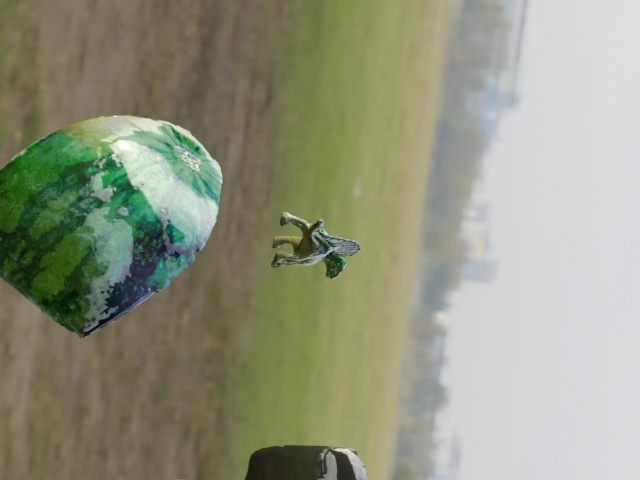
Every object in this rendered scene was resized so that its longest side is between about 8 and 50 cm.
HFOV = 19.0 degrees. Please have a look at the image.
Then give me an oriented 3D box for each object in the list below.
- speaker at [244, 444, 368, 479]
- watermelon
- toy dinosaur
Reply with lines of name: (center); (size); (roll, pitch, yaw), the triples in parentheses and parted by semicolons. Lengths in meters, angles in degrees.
speaker: (0.081, 0.208, 0.601); (0.184, 0.232, 0.254); (92, -1, -68)
watermelon: (-0.168, -0.015, 1.593); (0.146, 0.231, 0.128); (44, -19, 39)
toy dinosaur: (0.000, 0.000, 1.320); (0.119, 0.060, 0.029); (116, -23, -68)
